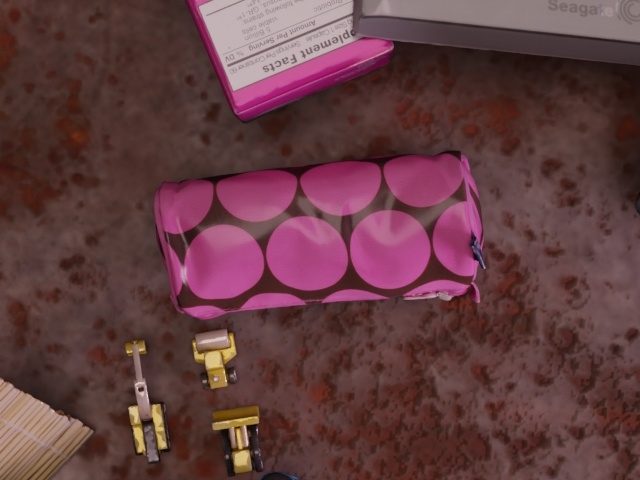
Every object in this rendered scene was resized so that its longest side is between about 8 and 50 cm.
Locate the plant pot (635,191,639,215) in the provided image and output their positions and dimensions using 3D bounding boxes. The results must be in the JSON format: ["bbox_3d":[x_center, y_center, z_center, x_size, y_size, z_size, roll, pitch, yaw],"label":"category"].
[{"bbox_3d":[0.383,-0.152,1.158,0.341,0.341,0.334,11,83,0],"label":"plant pot"}]

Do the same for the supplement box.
[{"bbox_3d":[-0.045,-0.196,1.254,0.114,0.111,0.220,-21,91,0],"label":"supplement box"}]

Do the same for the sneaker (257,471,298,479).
[{"bbox_3d":[-0.155,0.237,1.269,0.341,0.125,0.139,-9,80,-8],"label":"sneaker"}]

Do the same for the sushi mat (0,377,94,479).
[{"bbox_3d":[-0.283,0.214,1.252,0.316,0.151,0.019,-48,61,1],"label":"sushi mat"}]

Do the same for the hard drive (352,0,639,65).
[{"bbox_3d":[0.125,-0.267,1.230,0.203,0.040,0.307,5,74,-11],"label":"hard drive"}]

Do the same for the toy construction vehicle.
[{"bbox_3d":[-0.084,0.110,1.296,0.086,0.035,0.098,-6,91,1],"label":"toy construction vehicle"}]

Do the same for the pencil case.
[{"bbox_3d":[0.000,0.000,1.270,0.209,0.095,0.098,-5,106,3],"label":"pencil case"}]
